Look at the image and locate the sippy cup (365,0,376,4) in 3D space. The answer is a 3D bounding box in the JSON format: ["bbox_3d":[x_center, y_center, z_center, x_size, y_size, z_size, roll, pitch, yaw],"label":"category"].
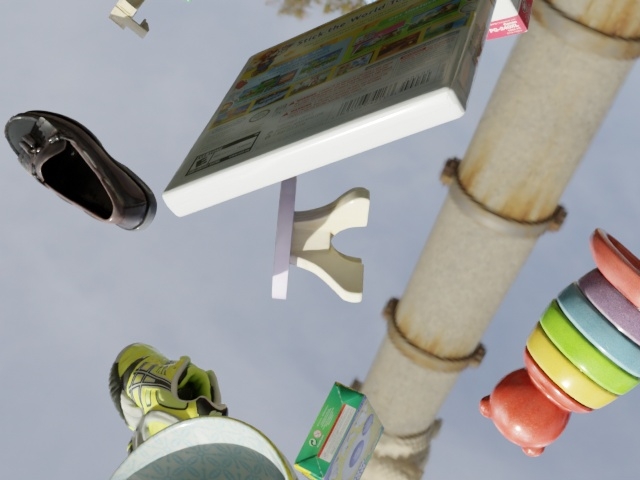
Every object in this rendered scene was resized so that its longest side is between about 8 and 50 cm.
[{"bbox_3d":[0.155,-0.419,1.569,0.224,0.305,0.240,47,-122,-1],"label":"sippy cup"}]

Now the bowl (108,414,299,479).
[{"bbox_3d":[-0.118,0.366,1.172,0.156,0.289,0.289,47,-168,-46],"label":"bowl"}]

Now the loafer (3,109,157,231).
[{"bbox_3d":[-0.388,-0.116,1.570,0.303,0.109,0.095,34,-164,19],"label":"loafer"}]

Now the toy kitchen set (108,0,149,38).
[{"bbox_3d":[-0.304,-0.396,1.719,0.068,0.083,0.075,39,-117,-13],"label":"toy kitchen set"}]

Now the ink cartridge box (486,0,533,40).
[{"bbox_3d":[0.213,-0.345,1.270,0.063,0.150,0.109,-4,-122,34],"label":"ink cartridge box"}]

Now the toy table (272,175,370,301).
[{"bbox_3d":[0.000,0.000,1.815,0.161,0.274,0.252,5,-119,0],"label":"toy table"}]

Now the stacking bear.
[{"bbox_3d":[0.338,0.154,1.329,0.175,0.289,0.164,39,-164,0],"label":"stacking bear"}]

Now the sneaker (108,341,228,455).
[{"bbox_3d":[-0.214,0.238,1.517,0.145,0.147,0.385,33,-175,-29],"label":"sneaker"}]

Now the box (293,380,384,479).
[{"bbox_3d":[0.026,0.237,1.157,0.043,0.179,0.105,23,-107,18],"label":"box"}]

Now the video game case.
[{"bbox_3d":[0.013,-0.114,0.722,0.026,0.227,0.206,56,-147,-26],"label":"video game case"}]
